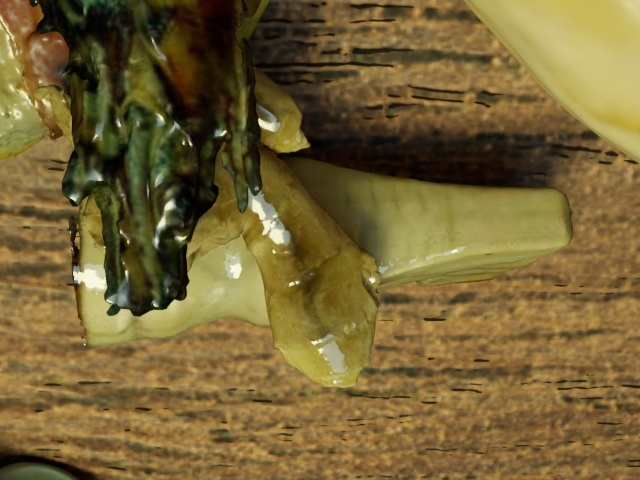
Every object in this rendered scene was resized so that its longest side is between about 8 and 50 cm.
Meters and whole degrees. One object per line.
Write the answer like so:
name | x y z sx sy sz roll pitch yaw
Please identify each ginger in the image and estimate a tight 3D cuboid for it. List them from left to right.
ginger | -0.053 -0.006 0.601 0.133 0.059 0.214 -27 96 -14

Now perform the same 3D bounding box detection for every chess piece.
chess piece | 0.000 0.000 0.697 0.300 0.137 0.137 -1 119 -6

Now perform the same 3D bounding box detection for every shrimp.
shrimp | -0.159 -0.132 0.545 0.233 0.071 0.365 -12 80 -1

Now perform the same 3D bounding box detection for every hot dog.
hot dog | -0.135 -0.125 0.632 0.261 0.093 0.123 -19 99 -8

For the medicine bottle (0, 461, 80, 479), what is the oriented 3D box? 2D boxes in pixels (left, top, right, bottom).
medicine bottle | -0.241 0.276 0.848 0.090 0.090 0.217 17 115 -14

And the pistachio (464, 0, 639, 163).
pistachio | 0.188 -0.152 0.594 0.308 0.230 0.230 34 110 -16
